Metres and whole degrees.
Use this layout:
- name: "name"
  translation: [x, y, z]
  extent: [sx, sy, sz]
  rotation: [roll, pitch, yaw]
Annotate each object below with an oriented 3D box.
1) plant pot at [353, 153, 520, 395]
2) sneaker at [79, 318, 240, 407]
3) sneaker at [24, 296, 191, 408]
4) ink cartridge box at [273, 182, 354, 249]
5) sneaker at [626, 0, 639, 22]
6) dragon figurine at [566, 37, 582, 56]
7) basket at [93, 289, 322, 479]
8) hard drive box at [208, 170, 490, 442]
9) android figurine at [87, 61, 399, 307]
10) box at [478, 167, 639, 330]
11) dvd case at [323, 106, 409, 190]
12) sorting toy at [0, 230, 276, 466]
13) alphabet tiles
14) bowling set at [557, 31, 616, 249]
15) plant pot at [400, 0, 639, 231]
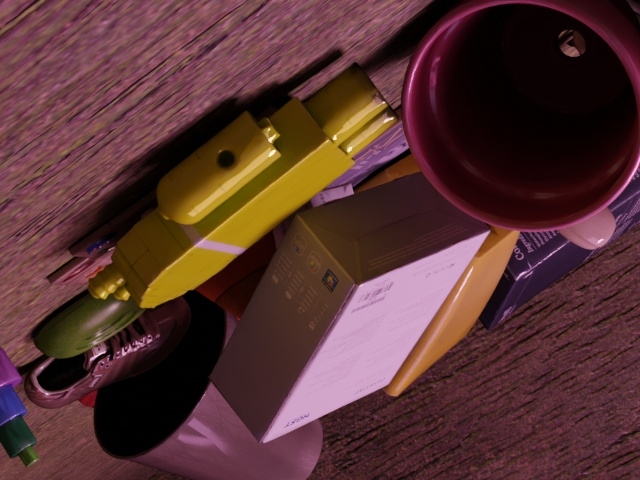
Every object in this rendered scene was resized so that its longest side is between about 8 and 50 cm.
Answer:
- name: "plant pot"
  translation: [0.105, 0.012, 1.647]
  extent: [0.187, 0.212, 0.212]
  rotation: [-52, 169, 32]
- name: "sneaker"
  translation: [-0.158, 0.157, 1.719]
  extent: [0.276, 0.135, 0.097]
  rotation: [-29, 170, -38]
- name: "sneaker"
  translation: [-0.215, 0.114, 1.465]
  extent: [0.188, 0.066, 0.071]
  rotation: [-33, 172, -8]
- name: "ink cartridge box"
  translation: [0.000, 0.000, 1.458]
  extent: [0.052, 0.088, 0.122]
  rotation: [-16, 176, -23]
- name: "sneaker"
  translation: [0.354, -0.251, 1.416]
  extent: [0.146, 0.122, 0.330]
  rotation: [6, -178, -11]
- name: "dragon figurine"
  translation: [0.297, -0.153, 1.622]
  extent: [0.085, 0.144, 0.289]
  rotation: [-31, 172, -23]
- name: "basket"
  translation: [-0.110, 0.189, 1.579]
  extent: [0.227, 0.154, 0.204]
  rotation: [43, 70, -44]
- name: "hard drive box"
  translation: [0.024, 0.061, 1.314]
  extent: [0.181, 0.089, 0.232]
  rotation: [-19, 149, -42]
- name: "android figurine"
  translation: [-0.063, -0.036, 1.124]
  extent: [0.273, 0.056, 0.248]
  rotation: [-37, 173, 7]
- name: "box"
  translation: [0.317, -0.063, 1.962]
  extent: [0.312, 0.179, 0.343]
  rotation: [-35, 168, -9]
- name: "dvd case"
  translation: [0.086, -0.113, 1.473]
  extent: [0.221, 0.018, 0.164]
  rotation: [-36, 172, 15]
- name: "sorting toy"
  translation: [-0.165, 0.099, 1.356]
  extent: [0.365, 0.126, 0.127]
  rotation: [-30, 172, -28]
- name: "alphabet tiles"
  translation: [-0.113, -0.031, 1.199]
  extent: [0.237, 0.009, 0.198]
  rotation: [-34, 173, 8]
- name: "bowling set"
  translation: [0.272, -0.150, 1.378]
  extent: [0.200, 0.154, 0.287]
  rotation: [-43, -163, 28]
- name: "plant pot"
  translation: [0.187, -0.133, 1.184]
  extent: [0.201, 0.201, 0.180]
  rotation: [-39, -174, 34]
